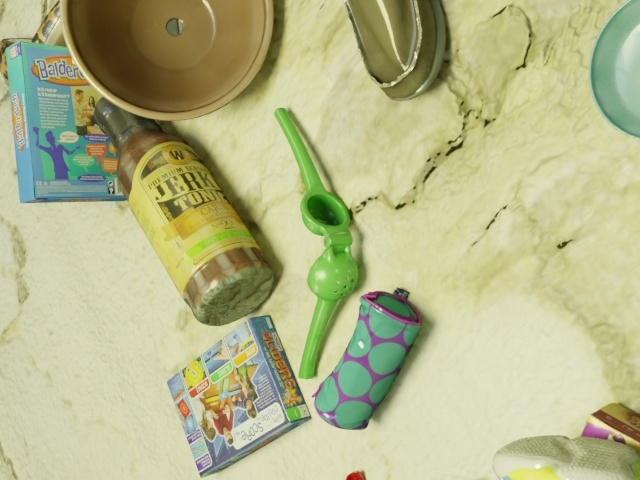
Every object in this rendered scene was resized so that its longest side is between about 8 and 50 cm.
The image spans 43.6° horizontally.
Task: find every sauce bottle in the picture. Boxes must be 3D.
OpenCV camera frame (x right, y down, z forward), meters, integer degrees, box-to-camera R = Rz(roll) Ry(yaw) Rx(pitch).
[{"bbox_3d":[-0.185,-0.055,0.995,0.344,0.111,0.111,53,126,26],"label":"sauce bottle"}]

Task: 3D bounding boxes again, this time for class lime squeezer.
[{"bbox_3d":[0.000,0.000,0.875,0.110,0.059,0.310,175,89,-74],"label":"lime squeezer"}]

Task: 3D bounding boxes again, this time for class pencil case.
[{"bbox_3d":[0.046,0.122,0.819,0.070,0.064,0.151,33,116,20],"label":"pencil case"}]

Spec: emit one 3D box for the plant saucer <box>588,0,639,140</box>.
[{"bbox_3d":[0.267,-0.135,0.617,0.119,0.021,0.119,4,96,43],"label":"plant saucer"}]

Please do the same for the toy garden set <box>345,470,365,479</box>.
[{"bbox_3d":[0.021,0.371,0.871,0.204,0.049,0.244,45,122,32],"label":"toy garden set"}]

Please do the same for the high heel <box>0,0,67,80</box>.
[{"bbox_3d":[-0.433,-0.320,1.224,0.186,0.093,0.261,53,135,20],"label":"high heel"}]

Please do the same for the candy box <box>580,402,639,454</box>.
[{"bbox_3d":[0.244,0.240,0.645,0.109,0.053,0.186,29,114,38],"label":"candy box"}]

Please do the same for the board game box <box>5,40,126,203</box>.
[{"bbox_3d":[-0.340,-0.158,1.104,0.047,0.160,0.210,-7,88,44],"label":"board game box"}]

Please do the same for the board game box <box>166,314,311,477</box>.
[{"bbox_3d":[-0.108,0.196,0.993,0.201,0.035,0.136,-38,67,39],"label":"board game box"}]

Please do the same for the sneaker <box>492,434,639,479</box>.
[{"bbox_3d":[0.230,0.217,0.560,0.240,0.091,0.126,4,96,41],"label":"sneaker"}]

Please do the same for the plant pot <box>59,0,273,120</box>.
[{"bbox_3d":[-0.174,-0.259,0.939,0.110,0.237,0.237,-128,40,-82],"label":"plant pot"}]

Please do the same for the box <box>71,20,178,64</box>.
[{"bbox_3d":[-0.274,-0.333,1.075,0.130,0.091,0.170,-13,84,44],"label":"box"}]

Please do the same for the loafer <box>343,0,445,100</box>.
[{"bbox_3d":[0.047,-0.255,0.774,0.094,0.087,0.251,-22,78,43],"label":"loafer"}]
